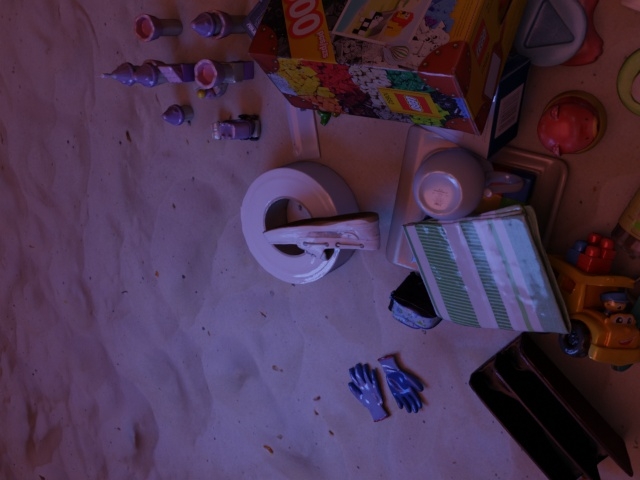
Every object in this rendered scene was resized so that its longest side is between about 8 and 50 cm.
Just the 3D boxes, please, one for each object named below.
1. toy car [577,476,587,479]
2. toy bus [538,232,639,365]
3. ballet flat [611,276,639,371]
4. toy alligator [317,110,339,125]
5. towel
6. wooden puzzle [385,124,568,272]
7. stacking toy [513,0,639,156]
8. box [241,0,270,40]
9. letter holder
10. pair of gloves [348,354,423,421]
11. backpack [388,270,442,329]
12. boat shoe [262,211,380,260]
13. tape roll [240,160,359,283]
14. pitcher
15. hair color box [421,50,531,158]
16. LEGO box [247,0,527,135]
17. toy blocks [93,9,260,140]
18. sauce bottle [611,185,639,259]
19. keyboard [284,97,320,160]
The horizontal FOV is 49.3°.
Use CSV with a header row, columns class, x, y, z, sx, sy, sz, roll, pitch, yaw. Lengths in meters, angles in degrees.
class,x,y,z,sx,sy,sz,roll,pitch,yaw
toy car,0.533,0.489,1.492,0.041,0.060,0.122,-31,95,4
toy bus,0.504,0.100,1.293,0.220,0.150,0.211,42,119,57
ballet flat,0.607,0.135,1.325,0.087,0.083,0.247,49,128,40
toy alligator,0.033,-0.334,1.543,0.056,0.051,0.189,38,122,16
towel,0.309,0.059,1.344,0.325,0.038,0.247,-6,109,56
wooden puzzle,0.301,-0.047,1.448,0.348,0.081,0.321,20,115,26
stacking toy,0.484,-0.310,1.216,0.280,0.130,0.308,-12,99,35
box,-0.049,-0.457,1.541,0.183,0.056,0.231,-42,77,31
letter holder,0.448,0.357,1.381,0.152,0.214,0.301,-43,80,14
pair of gloves,0.160,0.361,1.708,0.198,0.023,0.159,-28,91,36
backpack,0.221,0.145,1.551,0.114,0.105,0.084,30,142,24
boat shoe,0.000,0.000,1.523,0.277,0.098,0.096,-4,102,29
tape roll,-0.050,-0.044,1.663,0.286,0.100,0.286,11,112,29
pitcher,0.272,-0.105,1.283,0.178,0.207,0.125,12,112,22
hair color box,0.215,-0.314,1.331,0.347,0.105,0.173,34,146,31
LEGO box,0.154,-0.461,1.189,0.373,0.193,0.499,14,76,28
toy blocks,-0.330,-0.376,1.634,0.289,0.260,0.308,7,109,30
sauce bottle,0.631,-0.123,1.194,0.111,0.111,0.344,32,119,20
keyboard,-0.049,-0.315,1.629,0.072,0.014,0.255,-2,104,28
